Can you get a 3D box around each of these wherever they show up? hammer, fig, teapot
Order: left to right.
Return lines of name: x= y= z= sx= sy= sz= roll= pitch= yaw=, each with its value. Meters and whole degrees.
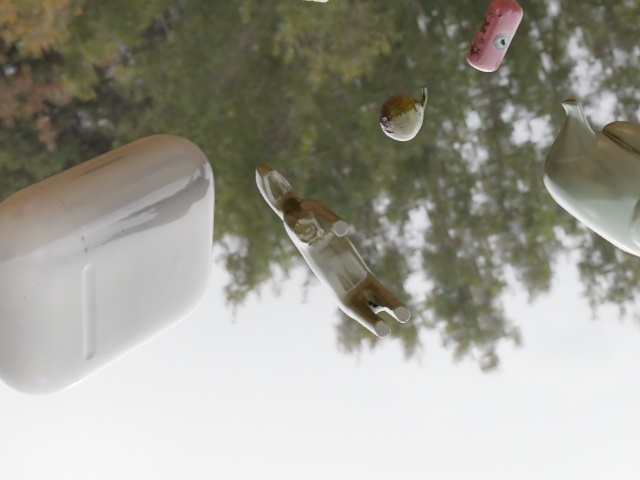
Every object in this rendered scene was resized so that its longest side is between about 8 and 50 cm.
fig: x=0.151 y=-0.220 z=2.247 sx=0.098 sy=0.084 sz=0.082 roll=-23 pitch=-160 yaw=-27
hammer: x=0.191 y=-0.225 z=1.406 sx=0.083 sy=0.043 sz=0.043 roll=-64 pitch=179 yaw=22
teapot: x=0.428 y=-0.049 z=1.646 sx=0.318 sy=0.149 sz=0.220 roll=41 pitch=-167 yaw=34

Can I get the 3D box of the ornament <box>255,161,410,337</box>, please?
ornament: x=0.000 y=0.000 z=1.645 sx=0.061 sy=0.230 sz=0.245 roll=-38 pitch=-161 yaw=-7

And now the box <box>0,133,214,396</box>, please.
box: x=-0.279 y=0.028 z=1.654 sx=0.141 sy=0.288 sz=0.349 roll=29 pitch=-140 yaw=29
